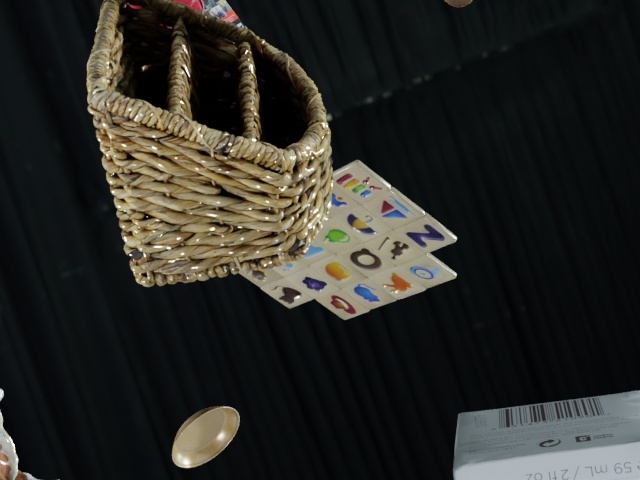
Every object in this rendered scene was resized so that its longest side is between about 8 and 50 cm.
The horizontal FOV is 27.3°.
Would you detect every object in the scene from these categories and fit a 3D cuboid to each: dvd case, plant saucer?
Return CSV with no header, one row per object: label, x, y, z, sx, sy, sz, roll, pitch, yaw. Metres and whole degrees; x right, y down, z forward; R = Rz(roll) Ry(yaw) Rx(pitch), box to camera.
dvd case,-0.169,-0.331,1.897,0.087,0.119,0.013,-40,-176,-39
plant saucer,-0.123,0.201,1.373,0.083,0.083,0.015,-23,-130,-30

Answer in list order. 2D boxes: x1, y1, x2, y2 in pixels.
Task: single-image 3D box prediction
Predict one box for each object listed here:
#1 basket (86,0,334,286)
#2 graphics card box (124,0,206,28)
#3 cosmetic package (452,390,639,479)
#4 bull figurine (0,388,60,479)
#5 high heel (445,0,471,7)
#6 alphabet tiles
basket,-0.101,-0.128,1.326,0.214,0.223,0.299,-9,-150,2
graphics card box,-0.305,-0.418,1.650,0.094,0.371,0.233,-42,-179,0
cosmetic package,0.187,0.225,0.989,0.151,0.183,0.151,-9,-174,8
bull figurine,-0.501,0.365,1.898,0.188,0.310,0.101,29,180,15
high heel,0.138,-0.382,1.424,0.082,0.244,0.117,-8,-144,30
alphabet tiles,0.000,0.000,1.694,0.342,0.285,0.011,-25,-142,48
